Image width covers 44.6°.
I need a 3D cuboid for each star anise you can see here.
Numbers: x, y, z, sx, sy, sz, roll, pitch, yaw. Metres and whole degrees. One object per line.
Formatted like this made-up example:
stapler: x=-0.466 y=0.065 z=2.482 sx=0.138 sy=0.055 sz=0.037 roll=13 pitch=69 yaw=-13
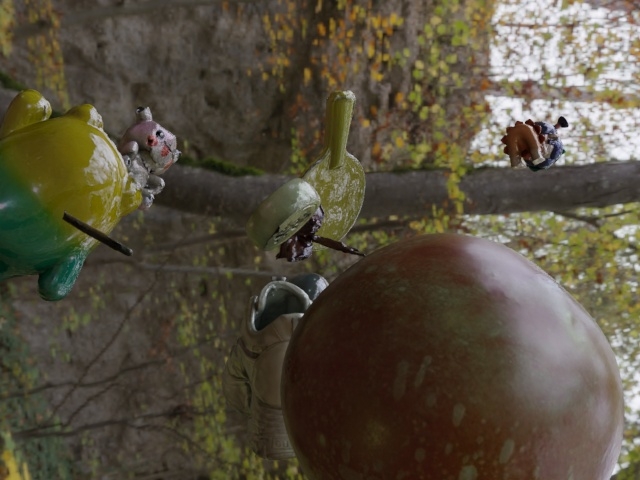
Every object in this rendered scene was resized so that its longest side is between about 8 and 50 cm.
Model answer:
star anise: x=0.000 y=0.006 z=1.568 sx=0.158 sy=0.144 sz=0.140 roll=-60 pitch=-164 yaw=3

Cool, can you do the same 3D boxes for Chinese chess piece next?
Chinese chess piece: x=-0.064 y=-0.043 z=1.351 sx=0.058 sy=0.144 sz=0.144 roll=48 pitch=-38 yaw=9

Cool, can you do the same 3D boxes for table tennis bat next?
table tennis bat: x=0.021 y=-0.145 z=1.684 sx=0.054 sy=0.224 sz=0.368 roll=29 pitch=-57 yaw=39

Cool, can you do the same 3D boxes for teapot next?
teapot: x=0.013 y=0.192 z=1.672 sx=0.183 sy=0.251 sz=0.183 roll=-56 pitch=-174 yaw=9

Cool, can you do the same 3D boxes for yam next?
yam: x=-0.294 y=-0.007 z=1.030 sx=0.107 sy=0.014 sz=0.014 roll=30 pitch=-44 yaw=2

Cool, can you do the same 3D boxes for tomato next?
tomato: x=0.112 y=0.110 z=0.625 sx=0.222 sy=0.270 sz=0.270 roll=-55 pitch=-132 yaw=34

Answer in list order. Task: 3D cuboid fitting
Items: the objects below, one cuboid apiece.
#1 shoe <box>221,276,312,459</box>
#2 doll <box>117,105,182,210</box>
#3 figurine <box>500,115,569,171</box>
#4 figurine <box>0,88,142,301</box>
shoe: x=-0.059 y=0.152 z=1.109 sx=0.342 sy=0.132 sz=0.210 roll=-151 pitch=-116 yaw=-74
doll: x=-0.343 y=-0.154 z=1.501 sx=0.095 sy=0.192 sz=0.149 roll=5 pitch=-38 yaw=32
figurine: x=0.432 y=-0.195 z=1.557 sx=0.111 sy=0.195 sz=0.102 roll=-14 pitch=-96 yaw=29
figurine: x=-0.472 y=-0.064 z=1.278 sx=0.323 sy=0.340 sz=0.231 roll=57 pitch=-1 yaw=0
